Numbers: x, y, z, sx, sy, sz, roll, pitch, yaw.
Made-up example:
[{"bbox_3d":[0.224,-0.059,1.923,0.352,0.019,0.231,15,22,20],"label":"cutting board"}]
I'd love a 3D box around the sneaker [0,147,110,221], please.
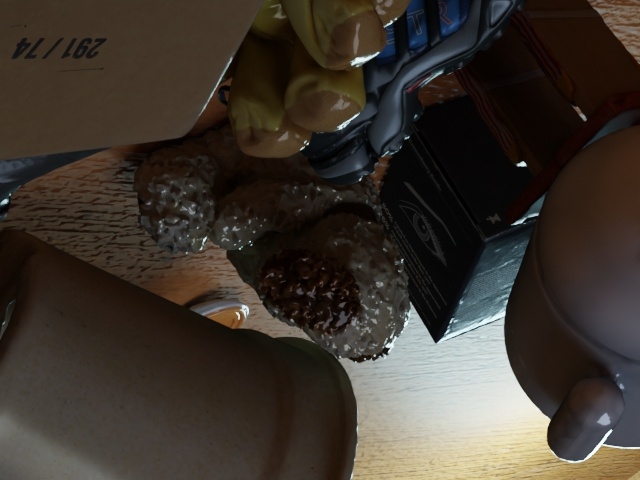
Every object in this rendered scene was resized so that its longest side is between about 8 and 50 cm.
[{"bbox_3d":[-0.221,-0.071,1.276,0.295,0.105,0.147,-17,156,-13],"label":"sneaker"}]

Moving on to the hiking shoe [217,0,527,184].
[{"bbox_3d":[0.064,-0.187,1.348,0.132,0.113,0.304,37,96,-19],"label":"hiking shoe"}]

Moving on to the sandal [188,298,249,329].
[{"bbox_3d":[-0.171,0.155,1.812,0.265,0.076,0.102,-35,156,12],"label":"sandal"}]

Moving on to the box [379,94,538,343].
[{"bbox_3d":[0.142,-0.022,1.718,0.108,0.153,0.207,-20,156,-22],"label":"box"}]

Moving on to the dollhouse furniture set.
[{"bbox_3d":[0.274,-0.154,1.548,0.374,0.201,0.152,-9,149,-42],"label":"dollhouse furniture set"}]

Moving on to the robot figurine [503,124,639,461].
[{"bbox_3d":[0.258,0.039,1.404,0.353,0.199,0.300,98,15,-62],"label":"robot figurine"}]

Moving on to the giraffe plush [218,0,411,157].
[{"bbox_3d":[-0.008,-0.184,1.221,0.181,0.210,0.170,-29,-179,45],"label":"giraffe plush"}]

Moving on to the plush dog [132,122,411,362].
[{"bbox_3d":[0.000,0.000,1.506,0.210,0.225,0.262,-35,156,13],"label":"plush dog"}]

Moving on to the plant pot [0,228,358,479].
[{"bbox_3d":[-0.193,0.158,1.465,0.305,0.334,0.334,36,117,-30],"label":"plant pot"}]

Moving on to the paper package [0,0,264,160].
[{"bbox_3d":[-0.180,-0.194,0.985,0.324,0.168,0.309,-10,148,-37],"label":"paper package"}]
